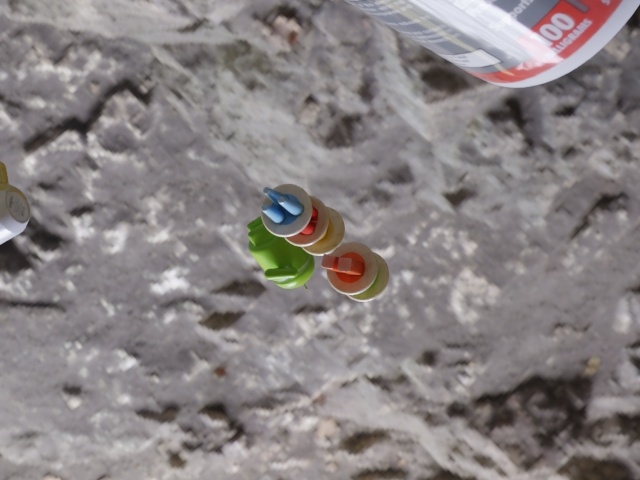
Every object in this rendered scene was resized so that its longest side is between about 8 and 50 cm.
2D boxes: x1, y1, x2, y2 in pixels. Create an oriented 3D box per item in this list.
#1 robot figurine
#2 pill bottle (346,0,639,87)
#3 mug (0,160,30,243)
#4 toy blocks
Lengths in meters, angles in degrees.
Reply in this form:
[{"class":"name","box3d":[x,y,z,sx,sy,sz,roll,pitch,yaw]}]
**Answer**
[{"class":"robot figurine","box3d":[-0.052,0.017,1.601,0.067,0.101,0.115,-33,117,9]},{"class":"pill bottle","box3d":[0.047,-0.265,0.794,0.363,0.210,0.210,23,111,-31]},{"class":"mug","box3d":[-0.297,-0.029,1.047,0.064,0.078,0.062,-18,-174,21]},{"class":"toy blocks","box3d":[0.000,0.000,1.142,0.054,0.123,0.148,-46,159,5]}]
